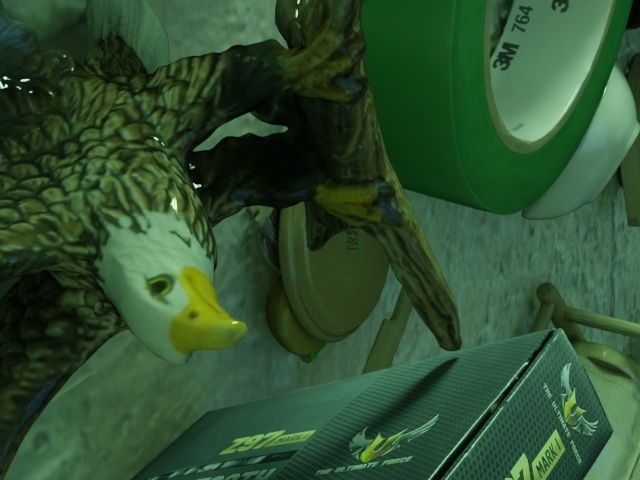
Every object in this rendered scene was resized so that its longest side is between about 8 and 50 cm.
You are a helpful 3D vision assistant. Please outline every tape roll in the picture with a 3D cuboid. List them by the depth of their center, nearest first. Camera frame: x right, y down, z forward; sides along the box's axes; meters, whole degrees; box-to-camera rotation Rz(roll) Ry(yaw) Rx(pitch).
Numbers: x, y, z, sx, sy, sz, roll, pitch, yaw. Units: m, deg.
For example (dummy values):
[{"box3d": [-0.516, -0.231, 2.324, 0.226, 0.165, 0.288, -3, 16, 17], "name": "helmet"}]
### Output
[{"box3d": [0.123, -0.180, 0.764, 0.321, 0.077, 0.321, -38, 137, -47], "name": "tape roll"}]

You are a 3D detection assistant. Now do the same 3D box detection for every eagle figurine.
[{"box3d": [-0.100, 0.012, 0.416, 0.298, 0.225, 0.226, -31, 87, -16], "name": "eagle figurine"}]

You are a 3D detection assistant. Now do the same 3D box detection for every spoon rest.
[{"box3d": [0.232, -0.123, 0.987, 0.276, 0.084, 0.137, -52, 173, -33], "name": "spoon rest"}]

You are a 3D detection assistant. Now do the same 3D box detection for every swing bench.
[{"box3d": [0.238, 0.221, 1.047, 0.253, 0.165, 0.254, -61, 151, -29], "name": "swing bench"}]

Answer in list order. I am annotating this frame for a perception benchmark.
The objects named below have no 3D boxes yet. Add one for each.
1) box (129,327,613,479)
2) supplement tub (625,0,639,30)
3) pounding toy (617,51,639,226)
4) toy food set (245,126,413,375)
[{"box3d": [-0.016, 0.124, 0.506, 0.183, 0.233, 0.059, -38, 104, -47], "name": "box"}, {"box3d": [0.269, -0.264, 0.981, 0.198, 0.106, 0.106, -53, 142, -37], "name": "supplement tub"}, {"box3d": [0.345, -0.144, 1.175, 0.206, 0.094, 0.181, -58, 140, -47], "name": "pounding toy"}, {"box3d": [0.000, 0.000, 0.692, 0.132, 0.039, 0.192, -64, 143, -36], "name": "toy food set"}]
